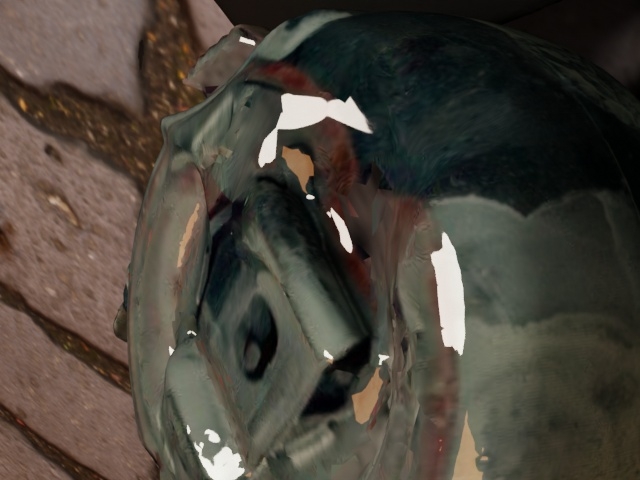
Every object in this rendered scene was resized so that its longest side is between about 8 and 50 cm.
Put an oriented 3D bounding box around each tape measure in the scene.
[{"bbox_3d":[0.022,0.044,0.522,0.275,0.147,0.256,-56,50,38],"label":"tape measure"}]

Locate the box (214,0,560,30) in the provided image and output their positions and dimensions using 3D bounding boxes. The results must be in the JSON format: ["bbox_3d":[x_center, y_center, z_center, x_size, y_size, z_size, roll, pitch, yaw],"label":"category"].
[{"bbox_3d":[0.000,-0.205,0.517,0.289,0.073,0.290,51,146,-16],"label":"box"}]
